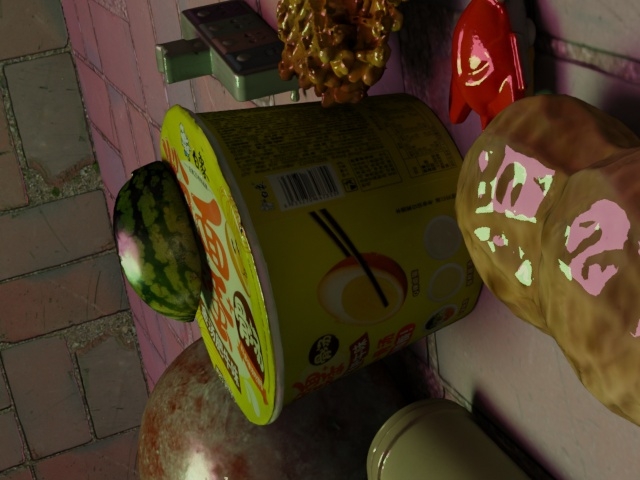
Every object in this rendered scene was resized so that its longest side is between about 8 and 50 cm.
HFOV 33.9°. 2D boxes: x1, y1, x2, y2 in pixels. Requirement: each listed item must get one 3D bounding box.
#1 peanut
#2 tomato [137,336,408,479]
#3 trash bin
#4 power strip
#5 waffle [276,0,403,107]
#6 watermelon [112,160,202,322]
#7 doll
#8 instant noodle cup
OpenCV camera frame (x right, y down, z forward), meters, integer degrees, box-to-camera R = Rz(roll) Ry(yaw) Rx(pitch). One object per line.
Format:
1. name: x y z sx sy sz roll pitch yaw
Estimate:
1. peanut: 0.175 0.010 0.671 0.233 0.110 0.196 -129 24 -50
2. tomato: -0.046 0.236 1.181 0.282 0.317 0.316 -43 64 53
3. trash bin: 0.156 0.302 0.972 0.247 0.121 0.243 39 142 54
4. power strip: -0.126 -0.225 1.282 0.215 0.145 0.061 -128 30 -50
5. waffle: 0.021 -0.217 0.895 0.197 0.070 0.193 142 134 -61
6. watermelon: -0.161 0.002 0.999 0.087 0.069 0.163 151 105 -71
7. doll: 0.123 -0.150 0.764 0.109 0.057 0.169 -134 32 -58
8. instant noodle cup: 0.000 0.000 0.991 0.311 0.222 0.311 165 90 -72
